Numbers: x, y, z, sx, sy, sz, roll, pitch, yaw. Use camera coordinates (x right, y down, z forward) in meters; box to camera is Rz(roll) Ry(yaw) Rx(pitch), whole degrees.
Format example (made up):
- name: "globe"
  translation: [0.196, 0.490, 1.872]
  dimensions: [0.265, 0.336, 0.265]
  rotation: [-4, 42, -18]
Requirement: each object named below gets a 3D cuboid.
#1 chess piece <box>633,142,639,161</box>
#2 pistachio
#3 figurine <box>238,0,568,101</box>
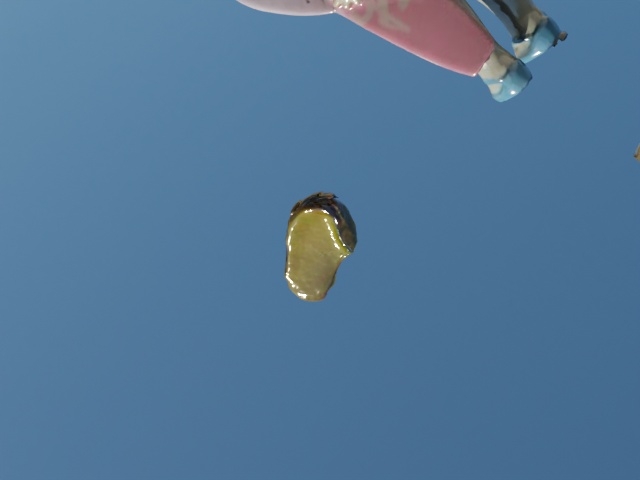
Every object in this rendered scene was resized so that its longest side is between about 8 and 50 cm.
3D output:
- name: "chess piece"
  translation: [0.429, -0.187, 1.281]
  dimensions: [0.139, 0.124, 0.307]
  rotation: [39, -65, 42]
- name: "pistachio"
  translation: [0.000, 0.000, 1.682]
  dimensions: [0.089, 0.173, 0.049]
  rotation: [0, -138, -6]
- name: "figurine"
  translation: [0.046, -0.199, 0.737]
  dimensions: [0.205, 0.260, 0.103]
  rotation: [-51, -165, -17]
